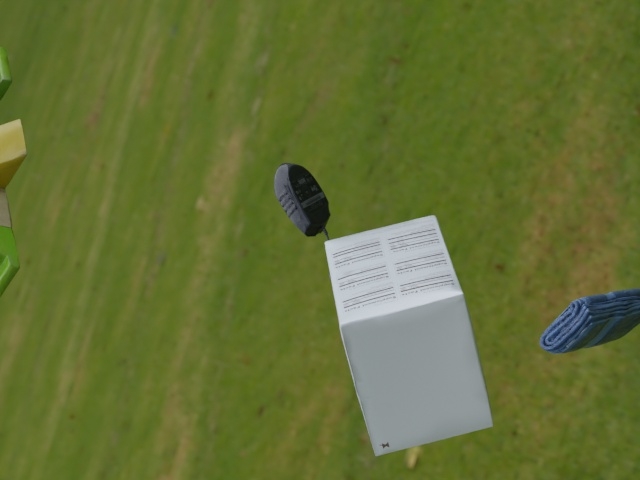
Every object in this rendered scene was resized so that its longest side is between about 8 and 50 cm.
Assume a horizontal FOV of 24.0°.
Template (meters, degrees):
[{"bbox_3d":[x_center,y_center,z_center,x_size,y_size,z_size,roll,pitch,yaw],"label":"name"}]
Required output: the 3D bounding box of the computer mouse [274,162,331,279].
[{"bbox_3d":[0.000,0.000,2.133,0.041,0.242,0.071,-28,-1,35],"label":"computer mouse"}]

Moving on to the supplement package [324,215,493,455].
[{"bbox_3d":[0.104,0.111,1.817,0.203,0.149,0.194,-101,-4,-62],"label":"supplement package"}]

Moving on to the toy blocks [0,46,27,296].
[{"bbox_3d":[-0.446,-0.112,1.410,0.191,0.261,0.381,-50,43,34],"label":"toy blocks"}]

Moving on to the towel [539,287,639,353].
[{"bbox_3d":[0.255,0.076,1.389,0.029,0.119,0.067,54,125,23],"label":"towel"}]
